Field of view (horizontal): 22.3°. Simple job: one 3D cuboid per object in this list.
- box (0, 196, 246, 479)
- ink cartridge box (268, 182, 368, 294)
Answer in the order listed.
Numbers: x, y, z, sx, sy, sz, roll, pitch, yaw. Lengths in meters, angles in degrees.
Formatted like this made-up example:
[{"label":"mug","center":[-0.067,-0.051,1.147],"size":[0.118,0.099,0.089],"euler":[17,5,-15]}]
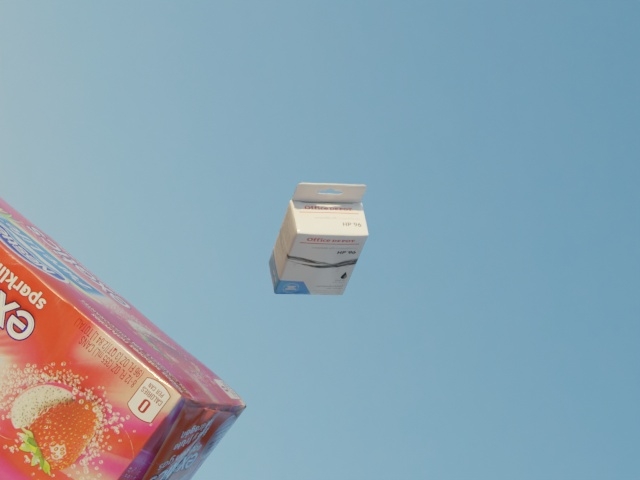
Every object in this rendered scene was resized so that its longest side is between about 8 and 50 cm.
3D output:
[{"label":"box","center":[-0.186,0.061,0.901],"size":[0.257,0.128,0.122],"euler":[38,3,16]},{"label":"ink cartridge box","center":[0.000,0.000,1.034],"size":[0.083,0.048,0.028],"euler":[111,-25,-49]}]
